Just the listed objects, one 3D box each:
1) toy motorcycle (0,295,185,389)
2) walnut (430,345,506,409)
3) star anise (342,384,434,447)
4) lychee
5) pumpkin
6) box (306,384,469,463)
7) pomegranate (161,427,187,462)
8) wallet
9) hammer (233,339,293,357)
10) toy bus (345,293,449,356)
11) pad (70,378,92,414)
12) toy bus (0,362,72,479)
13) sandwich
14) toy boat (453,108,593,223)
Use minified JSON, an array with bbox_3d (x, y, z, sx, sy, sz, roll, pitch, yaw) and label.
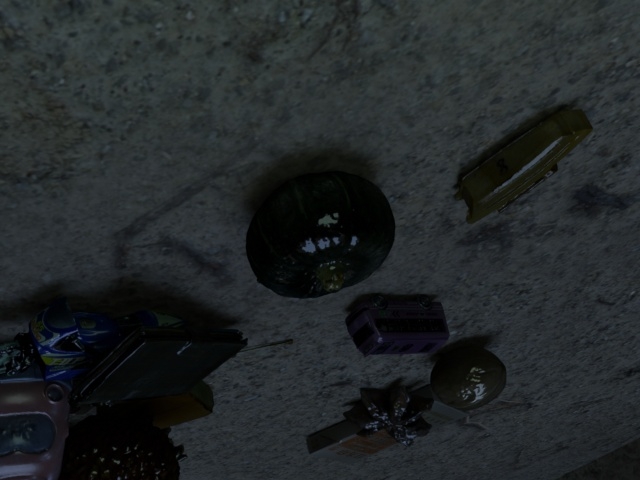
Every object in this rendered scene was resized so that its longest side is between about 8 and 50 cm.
[{"bbox_3d":[-0.357,0.154,1.371,0.315,0.113,0.169,2,139,-46],"label":"toy motorcycle"},{"bbox_3d":[0.317,0.295,1.914,0.162,0.140,0.140,-37,146,16],"label":"walnut"},{"bbox_3d":[0.167,0.401,2.058,0.212,0.073,0.196,14,128,-8],"label":"star anise"},{"bbox_3d":[-0.369,0.430,1.591,0.236,0.271,0.236,14,154,7],"label":"lychee"},{"bbox_3d":[0.001,-0.002,1.208,0.212,0.152,0.211,-22,146,-15],"label":"pumpkin"},{"bbox_3d":[0.167,0.467,2.233,0.365,0.051,0.205,-28,149,23],"label":"box"},{"bbox_3d":[-0.434,0.504,1.827,0.341,0.285,0.285,-40,151,-5],"label":"pomegranate"},{"bbox_3d":[-0.251,0.198,1.429,0.169,0.044,0.317,-42,160,14],"label":"wallet"},{"bbox_3d":[-0.111,0.201,1.668,0.123,0.014,0.029,-11,160,-12],"label":"hammer"},{"bbox_3d":[0.141,0.158,1.619,0.178,0.098,0.087,3,147,-29],"label":"toy bus"},{"bbox_3d":[-0.517,0.263,1.592,0.330,0.004,0.220,13,141,-41],"label":"pad"},{"bbox_3d":[-0.515,0.334,1.471,0.197,0.231,0.294,1,148,-27],"label":"toy bus"},{"bbox_3d":[-0.332,0.310,1.701,0.212,0.063,0.245,-17,152,3],"label":"sandwich"},{"bbox_3d":[0.285,-0.105,1.258,0.088,0.068,0.226,10,141,-46],"label":"toy boat"}]
